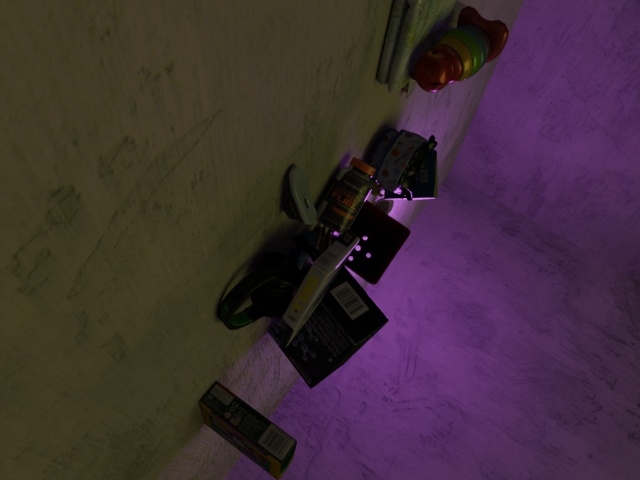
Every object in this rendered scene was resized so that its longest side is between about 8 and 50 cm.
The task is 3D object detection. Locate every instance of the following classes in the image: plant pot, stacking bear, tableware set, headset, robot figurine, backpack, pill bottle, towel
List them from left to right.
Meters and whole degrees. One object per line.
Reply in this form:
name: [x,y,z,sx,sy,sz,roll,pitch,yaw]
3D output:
headset: [-0.155,0.116,1.676,0.394,0.185,0.243,-29,156,-32]
tableware set: [0.000,0.000,1.929,0.194,0.039,0.128,-118,-137,-73]
pill bottle: [0.088,-0.154,1.832,0.246,0.130,0.130,-61,166,10]
plant pot: [0.171,0.013,2.259,0.267,0.267,0.236,-55,178,-10]
robot figurine: [0.241,-0.230,2.306,0.115,0.067,0.101,88,10,-63]
backpack: [0.296,-0.303,2.054,0.277,0.213,0.263,-67,172,11]
towel: [0.301,-0.647,1.573,0.320,0.090,0.374,-50,164,-29]
pill bottle: [0.419,-0.682,1.831,0.119,0.119,0.209,-42,160,-46]
stacking bear: [0.398,-0.550,1.648,0.289,0.175,0.164,-38,152,-23]

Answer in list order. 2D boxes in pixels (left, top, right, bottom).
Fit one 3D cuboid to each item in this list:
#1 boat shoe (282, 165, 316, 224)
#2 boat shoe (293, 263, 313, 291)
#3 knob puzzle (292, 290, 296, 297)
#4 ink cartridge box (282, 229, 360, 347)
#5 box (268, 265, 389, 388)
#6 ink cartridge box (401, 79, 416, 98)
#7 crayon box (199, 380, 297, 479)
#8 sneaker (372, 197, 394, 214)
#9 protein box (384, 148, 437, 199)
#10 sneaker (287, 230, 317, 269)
boat shoe: [-0.074,-0.124,1.507,0.065,0.083,0.183,-47,136,-37]
boat shoe: [-0.030,0.132,2.153,0.223,0.080,0.073,-32,156,-51]
knob puzzle: [-0.086,0.223,2.262,0.213,0.030,0.213,-52,165,-20]
ink cartridge box: [-0.012,0.142,1.719,0.307,0.072,0.303,-57,174,28]
box: [0.019,0.330,2.107,0.212,0.293,0.395,-27,160,-41]
ink cartridge box: [0.314,-0.558,1.927,0.063,0.029,0.115,-54,167,-15]
crayon box: [-0.265,0.707,2.015,0.106,0.362,0.313,-50,164,-29]
sneaker: [0.265,-0.114,2.631,0.232,0.090,0.115,-48,173,1]
protein box: [0.372,-0.269,2.249,0.136,0.201,0.200,-9,99,-70]
sneaker: [-0.067,0.040,1.868,0.162,0.063,0.073,-60,161,7]
